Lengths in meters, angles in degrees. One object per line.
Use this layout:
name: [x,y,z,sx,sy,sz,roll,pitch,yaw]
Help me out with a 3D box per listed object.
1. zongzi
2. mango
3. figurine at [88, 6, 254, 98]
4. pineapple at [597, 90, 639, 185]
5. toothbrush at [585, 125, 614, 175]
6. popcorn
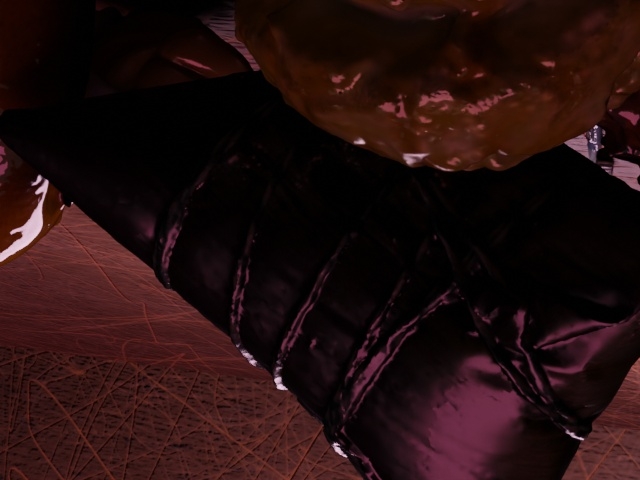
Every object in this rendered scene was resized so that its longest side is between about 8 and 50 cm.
zongzi: [0.000,0.000,1.165,0.362,0.383,0.319,-1,131,-29]
mango: [-0.236,-0.105,1.252,0.153,0.287,0.201,-14,-143,-26]
figurine: [-0.137,-0.104,1.400,0.194,0.133,0.274,33,171,-33]
pineapple: [0.211,-0.097,1.047,0.166,0.166,0.193,1,157,40]
toothbrush: [0.208,-0.077,1.440,0.019,0.016,0.219,7,167,12]
popcorn: [0.066,-0.133,0.916,0.221,0.204,0.184,-10,161,20]
